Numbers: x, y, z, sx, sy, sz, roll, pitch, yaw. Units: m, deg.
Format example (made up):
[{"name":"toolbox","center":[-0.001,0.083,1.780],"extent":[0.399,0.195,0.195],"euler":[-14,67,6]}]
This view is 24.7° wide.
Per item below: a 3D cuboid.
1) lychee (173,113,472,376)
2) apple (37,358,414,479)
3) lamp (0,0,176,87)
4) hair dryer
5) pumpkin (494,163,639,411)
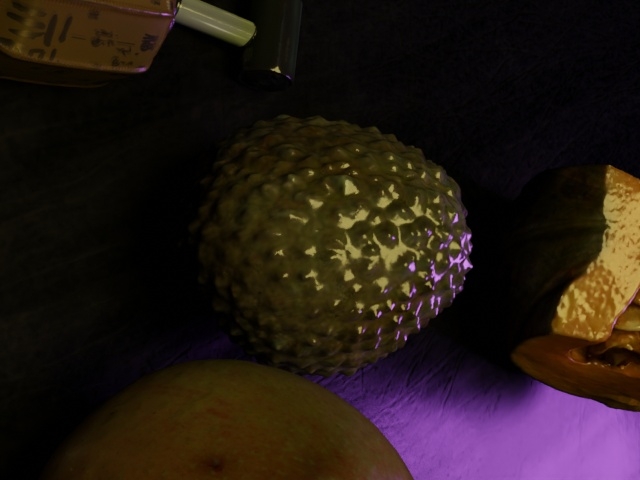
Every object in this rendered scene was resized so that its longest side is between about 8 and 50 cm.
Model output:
[{"name":"lychee","center":[0.000,0.000,1.335],"extent":[0.255,0.274,0.255],"euler":[45,36,-47]},{"name":"apple","center":[-0.064,0.254,1.206],"extent":[0.319,0.277,0.319],"euler":[10,77,-47]},{"name":"lamp","center":[-0.222,-0.209,1.220],"extent":[0.185,0.161,0.161],"euler":[5,80,-47]},{"name":"hair dryer","center":[-0.103,-0.219,1.415],"extent":[0.197,0.057,0.100],"euler":[17,70,-37]},{"name":"pumpkin","center":[0.338,0.054,1.666],"extent":[0.303,0.256,0.225],"euler":[22,71,-16]}]
